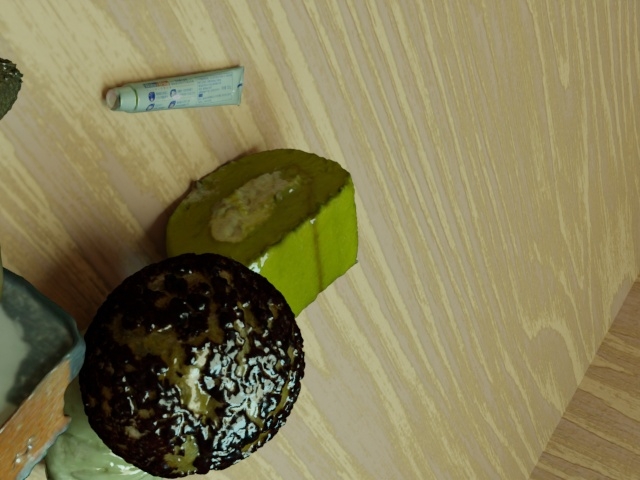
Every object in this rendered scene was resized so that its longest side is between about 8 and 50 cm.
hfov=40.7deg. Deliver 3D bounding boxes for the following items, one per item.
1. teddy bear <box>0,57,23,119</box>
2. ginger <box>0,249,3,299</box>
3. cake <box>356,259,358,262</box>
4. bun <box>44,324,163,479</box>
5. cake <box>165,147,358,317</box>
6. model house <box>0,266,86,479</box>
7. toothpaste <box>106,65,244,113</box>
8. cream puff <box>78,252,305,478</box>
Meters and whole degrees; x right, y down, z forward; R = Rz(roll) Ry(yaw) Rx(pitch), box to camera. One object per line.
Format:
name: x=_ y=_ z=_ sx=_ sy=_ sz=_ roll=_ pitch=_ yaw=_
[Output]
teddy bear: x=-0.347 y=-0.108 z=0.700 sx=0.251 sy=0.129 sz=0.182 roll=-47 pitch=138 yaw=-30
ginger: x=-0.322 y=-0.002 z=0.574 sx=0.375 sy=0.176 sz=0.256 roll=84 pitch=10 yaw=-58
cake: x=0.000 y=0.000 z=1.252 sx=0.052 sy=0.121 sz=0.065 roll=41 pitch=65 yaw=-61
bun: x=-0.217 y=0.206 z=1.035 sx=0.244 sy=0.153 sz=0.243 roll=-36 pitch=138 yaw=-39
cake: x=-0.079 y=0.001 z=1.091 sx=0.260 sy=0.179 sz=0.156 roll=-38 pitch=135 yaw=-34
model house: x=-0.374 y=0.191 z=0.824 sx=0.271 sy=0.190 sz=0.301 roll=-52 pitch=168 yaw=-34
toothpaste: x=-0.161 y=-0.174 z=1.016 sx=0.218 sy=0.033 sz=0.052 roll=-20 pitch=124 yaw=-52
cream puff: x=-0.127 y=0.134 z=0.889 sx=0.239 sy=0.165 sz=0.239 roll=-6 pitch=103 yaw=-25
